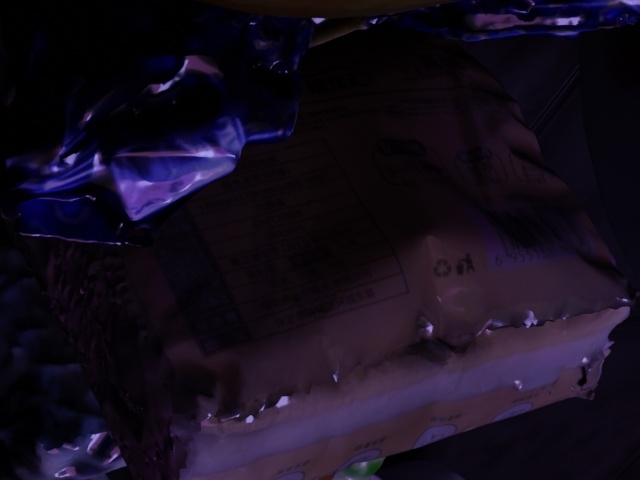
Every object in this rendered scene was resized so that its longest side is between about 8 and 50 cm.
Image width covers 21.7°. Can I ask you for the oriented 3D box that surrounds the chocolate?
[{"bbox_3d":[-0.010,-0.107,0.734,0.343,0.148,0.126,-23,-167,-19],"label":"chocolate"}]

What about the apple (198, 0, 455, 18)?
[{"bbox_3d":[0.001,-0.205,0.413,0.319,0.319,0.277,-6,138,-38],"label":"apple"}]

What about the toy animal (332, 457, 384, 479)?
[{"bbox_3d":[-0.029,0.238,1.119,0.363,0.180,0.181,-42,-176,42],"label":"toy animal"}]

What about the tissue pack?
[{"bbox_3d":[0.000,0.000,0.799,0.256,0.215,0.123,-10,145,-33],"label":"tissue pack"}]

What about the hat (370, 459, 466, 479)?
[{"bbox_3d":[0.057,0.244,1.278,0.126,0.203,0.203,-26,156,-52],"label":"hat"}]

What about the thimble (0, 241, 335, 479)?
[{"bbox_3d":[-0.106,0.090,0.902,0.237,0.150,0.237,-22,148,-14],"label":"thimble"}]

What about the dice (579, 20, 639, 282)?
[{"bbox_3d":[0.307,-0.085,0.849,0.264,0.268,0.262,-1,152,-23],"label":"dice"}]
